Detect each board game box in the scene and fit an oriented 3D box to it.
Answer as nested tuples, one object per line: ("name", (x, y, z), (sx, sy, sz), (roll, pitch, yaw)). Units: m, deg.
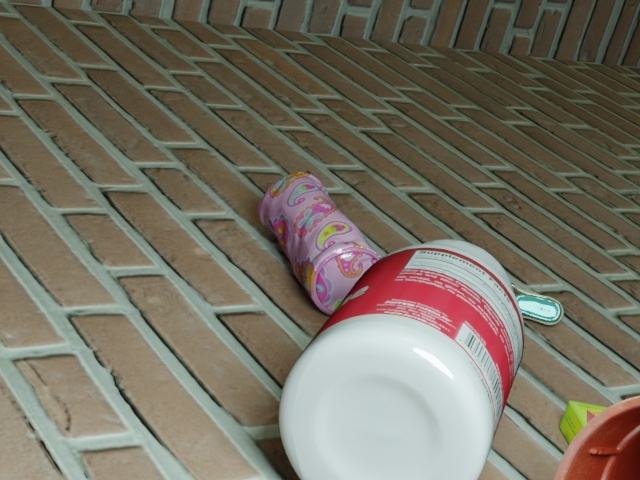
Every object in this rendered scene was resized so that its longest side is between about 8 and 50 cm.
("board game box", (0.374, 0.273, 1.583), (0.092, 0.043, 0.181), (11, 23, -12))

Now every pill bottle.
("pill bottle", (0.115, 0.139, 1.478), (0.229, 0.229, 0.408), (20, 22, 10))

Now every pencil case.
("pencil case", (0.000, 0.000, 1.875), (0.124, 0.124, 0.284), (7, 23, -22))

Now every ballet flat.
("ballet flat", (0.295, 0.094, 1.961), (0.168, 0.057, 0.052), (22, -5, 6))

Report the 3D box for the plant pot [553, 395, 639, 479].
("plant pot", (0.427, 0.294, 1.320), (0.265, 0.272, 0.272), (5, 23, -46))
